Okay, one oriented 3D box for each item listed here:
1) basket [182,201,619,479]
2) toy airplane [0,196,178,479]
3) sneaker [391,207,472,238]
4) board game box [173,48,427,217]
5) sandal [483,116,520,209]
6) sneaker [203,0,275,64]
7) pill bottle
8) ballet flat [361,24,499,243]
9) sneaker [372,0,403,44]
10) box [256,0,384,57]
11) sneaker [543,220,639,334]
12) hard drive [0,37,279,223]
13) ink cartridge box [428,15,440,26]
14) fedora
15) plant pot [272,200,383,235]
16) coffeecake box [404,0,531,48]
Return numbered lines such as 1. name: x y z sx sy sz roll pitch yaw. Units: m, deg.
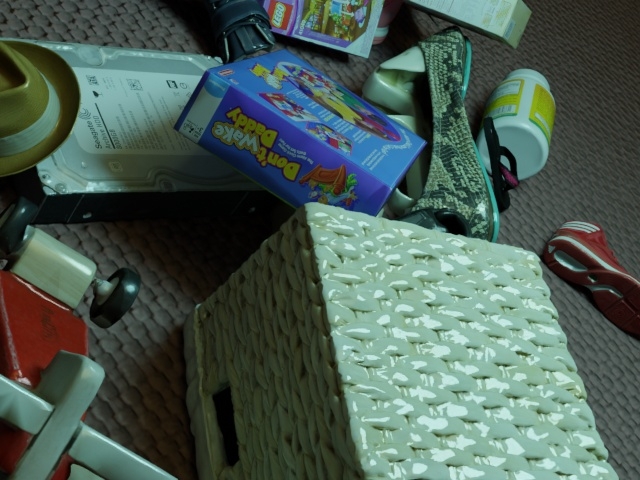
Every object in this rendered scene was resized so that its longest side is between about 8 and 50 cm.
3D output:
1. basket: 0.065 0.170 1.068 0.331 0.266 0.328 12 48 -29
2. toy airplane: -0.262 0.147 0.817 0.386 0.272 0.384 41 5 22
3. sneaker: 0.145 0.030 1.310 0.098 0.135 0.276 54 11 26
4. board game box: -0.007 -0.126 1.257 0.233 0.078 0.347 33 18 3
5. sandal: 0.282 -0.114 1.609 0.179 0.040 0.067 70 17 -44
6. sneaker: -0.130 -0.344 1.456 0.226 0.086 0.163 63 6 -64
7. pill bottle: 0.329 -0.200 1.746 0.117 0.117 0.208 34 39 -9
8. ballet flat: 0.148 -0.170 1.556 0.182 0.164 0.483 10 48 -12
9. sneaker: 0.024 -0.475 1.739 0.314 0.136 0.116 46 38 6
10. box: 0.018 -0.445 1.597 0.200 0.293 0.057 10 13 -31
11. sneaker: 0.463 0.043 1.654 0.221 0.087 0.128 41 40 -2
12. hard drive: -0.225 -0.135 1.276 0.338 0.064 0.237 -3 56 -40
13. ink cartridge box: 0.125 -0.502 1.812 0.224 0.045 0.223 57 10 34
14. fedora: -0.355 -0.158 1.113 0.194 0.079 0.194 -1 64 2
15. plant pot: 0.000 0.000 1.307 0.109 0.109 0.096 26 54 -18
16. coffeecake box: 0.229 -0.377 1.668 0.185 0.068 0.142 26 11 17
